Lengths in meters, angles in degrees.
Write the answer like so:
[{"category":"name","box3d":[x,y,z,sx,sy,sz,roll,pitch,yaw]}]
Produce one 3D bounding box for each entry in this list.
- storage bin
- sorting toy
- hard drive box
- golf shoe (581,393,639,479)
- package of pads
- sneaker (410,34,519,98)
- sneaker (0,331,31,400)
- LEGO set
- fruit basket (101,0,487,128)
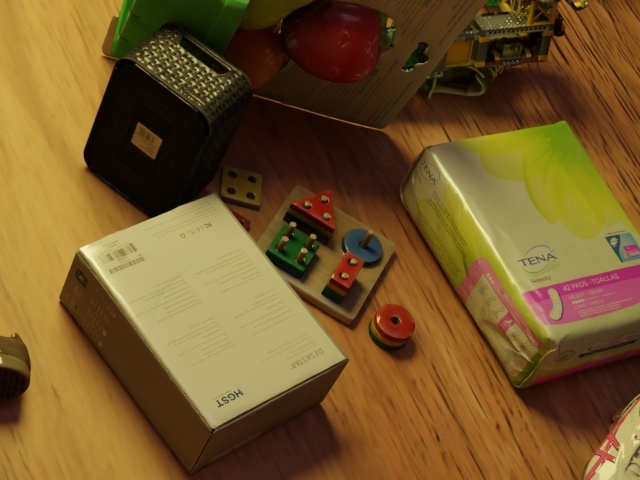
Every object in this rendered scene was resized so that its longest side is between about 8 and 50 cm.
[{"category":"storage bin","box3d":[-0.162,-0.122,1.682,0.122,0.180,0.084,37,49,7]},{"category":"sorting toy","box3d":[0.000,0.000,1.752,0.274,0.046,0.132,31,47,2]},{"category":"hard drive box","box3d":[-0.117,0.087,1.598,0.181,0.089,0.232,-24,66,-37]},{"category":"golf shoe","box3d":[0.329,0.224,1.698,0.067,0.086,0.186,32,49,0]},{"category":"package of pads","box3d":[0.247,0.011,1.821,0.229,0.101,0.296,-11,58,-33]},{"category":"sneaker","box3d":[0.196,-0.213,2.001,0.192,0.064,0.086,-7,54,-21]},{"category":"sneaker","box3d":[-0.365,0.104,1.500,0.188,0.066,0.071,14,32,-21]},{"category":"LEGO set","box3d":[0.147,-0.330,1.923,0.331,0.192,0.255,-2,41,-11]},{"category":"fruit basket","box3d":[-0.035,-0.248,1.745,0.353,0.327,0.165,10,64,-16]}]
